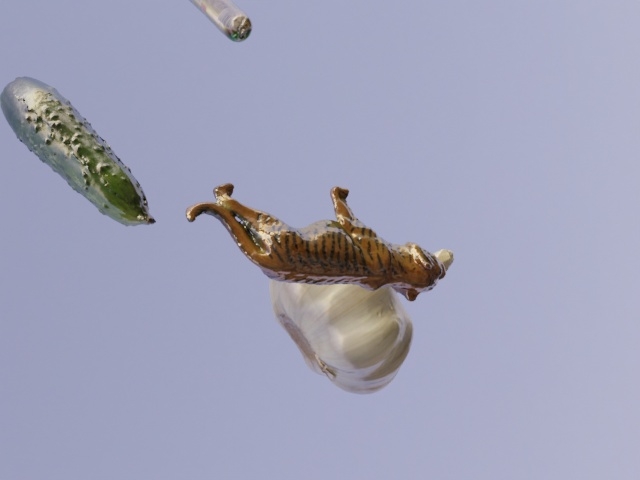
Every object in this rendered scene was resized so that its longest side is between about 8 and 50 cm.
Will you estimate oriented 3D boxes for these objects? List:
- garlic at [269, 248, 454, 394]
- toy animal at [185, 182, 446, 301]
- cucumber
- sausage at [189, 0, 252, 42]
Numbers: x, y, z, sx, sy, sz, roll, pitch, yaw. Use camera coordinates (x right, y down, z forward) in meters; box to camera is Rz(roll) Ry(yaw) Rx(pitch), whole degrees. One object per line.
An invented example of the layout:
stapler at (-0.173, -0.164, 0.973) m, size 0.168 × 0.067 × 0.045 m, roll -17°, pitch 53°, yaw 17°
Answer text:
garlic at (0.065, 0.062, 1.383) m, size 0.226 × 0.199 × 0.199 m, roll -32°, pitch -70°, yaw -15°
toy animal at (0.000, 0.000, 1.016) m, size 0.241 × 0.099 × 0.057 m, roll 6°, pitch -55°, yaw -30°
cucumber at (-0.243, -0.086, 1.178) m, size 0.227 × 0.069 × 0.069 m, roll 44°, pitch -136°, yaw 20°
sausage at (-0.115, -0.258, 1.298) m, size 0.033 × 0.269 × 0.033 m, roll -6°, pitch -67°, yaw -15°
